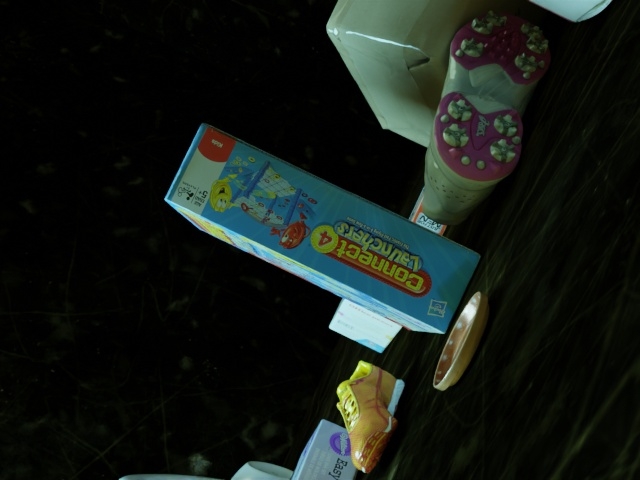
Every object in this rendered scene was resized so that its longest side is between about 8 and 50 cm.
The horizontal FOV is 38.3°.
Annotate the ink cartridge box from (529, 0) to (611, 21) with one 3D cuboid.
[{"bbox_3d":[0.229,-0.382,0.863,0.283,0.207,0.117,-64,0,1],"label":"ink cartridge box"}]

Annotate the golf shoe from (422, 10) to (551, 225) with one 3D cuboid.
[{"bbox_3d":[0.177,-0.145,1.050,0.140,0.115,0.306,108,-173,-50],"label":"golf shoe"}]

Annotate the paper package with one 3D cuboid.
[{"bbox_3d":[0.179,-0.322,1.228,0.324,0.168,0.309,-63,-24,-8],"label":"paper package"}]

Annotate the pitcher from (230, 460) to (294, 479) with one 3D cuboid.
[{"bbox_3d":[-0.084,0.430,1.296,0.178,0.126,0.207,-176,102,-70],"label":"pitcher"}]

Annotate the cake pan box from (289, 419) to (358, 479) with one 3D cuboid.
[{"bbox_3d":[-0.043,0.367,1.043,0.245,0.070,0.267,-63,-1,39],"label":"cake pan box"}]

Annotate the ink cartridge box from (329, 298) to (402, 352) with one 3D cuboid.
[{"bbox_3d":[0.083,0.089,1.360,0.090,0.092,0.143,-63,-1,-27],"label":"ink cartridge box"}]

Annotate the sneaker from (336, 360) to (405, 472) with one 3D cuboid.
[{"bbox_3d":[0.043,0.179,0.935,0.064,0.067,0.175,-63,1,15],"label":"sneaker"}]

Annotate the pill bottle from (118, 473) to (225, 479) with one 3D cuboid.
[{"bbox_3d":[-0.191,0.479,1.179,0.188,0.188,0.333,106,169,-81],"label":"pill bottle"}]

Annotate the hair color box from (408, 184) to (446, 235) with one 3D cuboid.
[{"bbox_3d":[0.187,-0.082,1.397,0.093,0.053,0.167,107,-173,-86],"label":"hair color box"}]

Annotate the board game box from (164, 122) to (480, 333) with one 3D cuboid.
[{"bbox_3d":[0.000,0.000,1.033,0.308,0.302,0.086,94,-159,-85],"label":"board game box"}]

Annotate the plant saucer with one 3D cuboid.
[{"bbox_3d":[0.112,0.080,0.726,0.083,0.013,0.083,-64,-1,-3],"label":"plant saucer"}]
